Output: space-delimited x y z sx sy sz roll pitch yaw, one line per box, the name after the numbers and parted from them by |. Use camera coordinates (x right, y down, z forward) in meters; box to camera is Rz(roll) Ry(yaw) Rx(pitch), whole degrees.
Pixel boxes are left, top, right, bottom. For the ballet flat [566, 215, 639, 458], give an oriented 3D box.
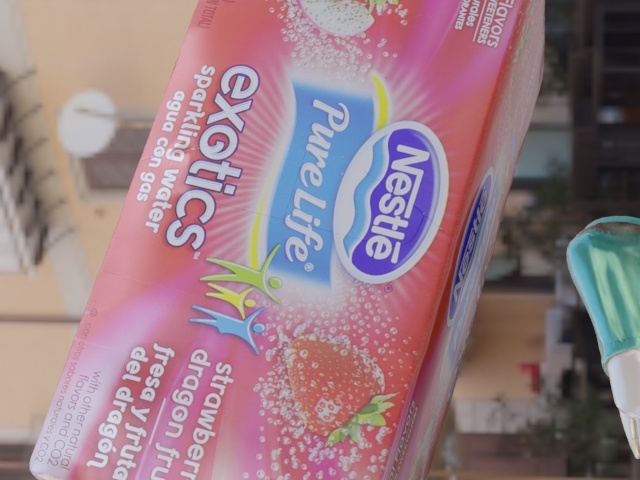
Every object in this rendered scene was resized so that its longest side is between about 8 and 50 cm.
0.195 0.085 0.773 0.247 0.083 0.087 41 -122 -36 | ballet flat

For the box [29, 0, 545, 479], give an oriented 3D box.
0.000 0.000 0.613 0.128 0.123 0.256 71 -145 -68 | box
